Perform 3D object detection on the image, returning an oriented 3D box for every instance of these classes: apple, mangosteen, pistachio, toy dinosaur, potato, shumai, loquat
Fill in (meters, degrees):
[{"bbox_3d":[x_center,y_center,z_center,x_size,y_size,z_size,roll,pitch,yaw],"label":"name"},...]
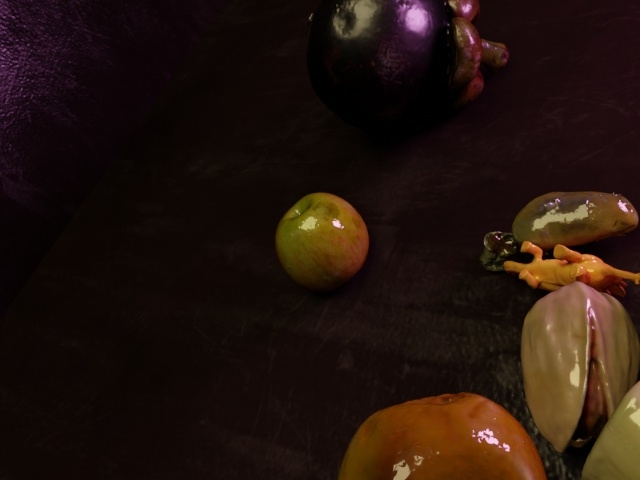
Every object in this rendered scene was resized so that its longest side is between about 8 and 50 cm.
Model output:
[{"bbox_3d":[0.000,0.000,1.282,0.196,0.196,0.195,-23,43,23],"label":"apple"},{"bbox_3d":[0.182,-0.411,1.390,0.435,0.382,0.382,20,66,13],"label":"mangosteen"},{"bbox_3d":[0.349,0.170,0.840,0.157,0.157,0.229,-13,55,33],"label":"pistachio"},{"bbox_3d":[0.393,0.055,0.942,0.288,0.117,0.070,3,69,61],"label":"toy dinosaur"},{"bbox_3d":[0.405,-0.035,1.008,0.188,0.085,0.105,-3,56,27],"label":"potato"},{"bbox_3d":[0.306,0.008,1.086,0.083,0.080,0.082,-25,41,23],"label":"shumai"},{"bbox_3d":[0.155,0.338,0.788,0.276,0.276,0.283,-25,64,21],"label":"loquat"}]

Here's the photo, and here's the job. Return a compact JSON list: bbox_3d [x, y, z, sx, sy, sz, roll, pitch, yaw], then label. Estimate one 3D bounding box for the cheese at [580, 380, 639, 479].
[{"bbox_3d":[0.412,0.248,0.650,0.384,0.384,0.104,-45,44,-2],"label":"cheese"}]
